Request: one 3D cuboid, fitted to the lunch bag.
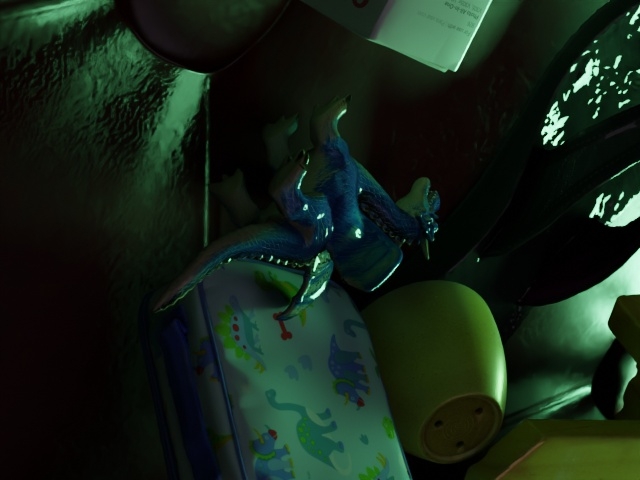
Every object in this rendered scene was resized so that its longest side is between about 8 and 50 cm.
[{"bbox_3d":[-0.034,0.121,1.216,0.176,0.219,0.090,12,142,-45],"label":"lunch bag"}]

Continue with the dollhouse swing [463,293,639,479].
[{"bbox_3d":[0.191,0.234,1.501,0.305,0.315,0.347,10,112,-19],"label":"dollhouse swing"}]

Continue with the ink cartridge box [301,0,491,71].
[{"bbox_3d":[0.058,-0.234,1.103,0.093,0.154,0.212,12,109,-44],"label":"ink cartridge box"}]

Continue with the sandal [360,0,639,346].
[{"bbox_3d":[0.197,-0.015,1.401,0.446,0.107,0.167,-52,137,1],"label":"sandal"}]

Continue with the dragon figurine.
[{"bbox_3d":[0.000,0.000,1.189,0.144,0.085,0.289,60,32,-18],"label":"dragon figurine"}]

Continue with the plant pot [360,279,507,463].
[{"bbox_3d":[0.088,0.111,1.323,0.134,0.095,0.134,-12,128,-16],"label":"plant pot"}]
